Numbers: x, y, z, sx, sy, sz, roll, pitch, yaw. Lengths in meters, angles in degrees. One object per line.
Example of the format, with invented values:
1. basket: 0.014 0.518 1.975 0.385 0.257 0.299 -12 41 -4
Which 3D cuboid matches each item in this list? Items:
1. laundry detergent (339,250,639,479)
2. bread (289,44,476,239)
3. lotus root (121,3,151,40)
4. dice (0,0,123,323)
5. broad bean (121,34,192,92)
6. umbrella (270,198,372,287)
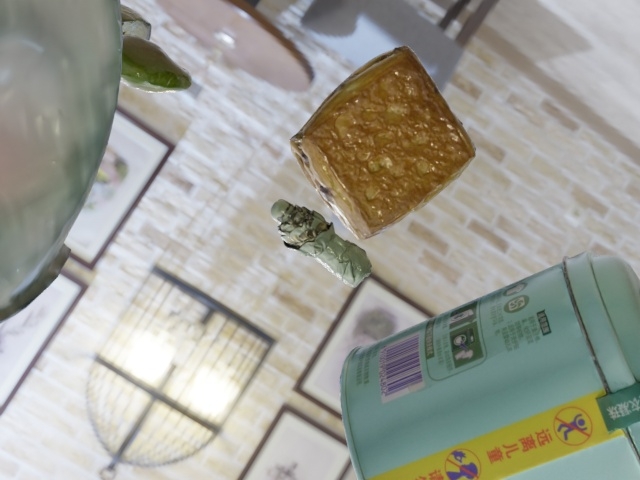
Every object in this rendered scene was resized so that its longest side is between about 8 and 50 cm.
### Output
1. laundry detergent: 0.218 0.176 0.982 0.287 0.305 0.287 54 -159 -31
2. bread: 0.084 -0.135 1.457 0.210 0.235 0.099 54 164 -11
3. lotus root: -0.351 -0.288 1.483 0.183 0.204 0.078 -2 -117 -62
4. dice: -0.317 -0.114 0.493 0.328 0.348 0.330 10 -155 32
5. broad bean: -0.279 -0.239 1.324 0.075 0.067 0.325 30 -166 33
6. umbrella: 0.000 0.000 1.235 0.143 0.062 0.067 38 -154 -7
